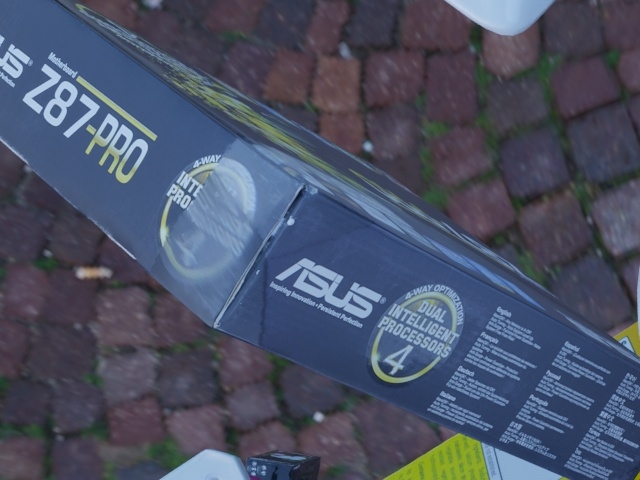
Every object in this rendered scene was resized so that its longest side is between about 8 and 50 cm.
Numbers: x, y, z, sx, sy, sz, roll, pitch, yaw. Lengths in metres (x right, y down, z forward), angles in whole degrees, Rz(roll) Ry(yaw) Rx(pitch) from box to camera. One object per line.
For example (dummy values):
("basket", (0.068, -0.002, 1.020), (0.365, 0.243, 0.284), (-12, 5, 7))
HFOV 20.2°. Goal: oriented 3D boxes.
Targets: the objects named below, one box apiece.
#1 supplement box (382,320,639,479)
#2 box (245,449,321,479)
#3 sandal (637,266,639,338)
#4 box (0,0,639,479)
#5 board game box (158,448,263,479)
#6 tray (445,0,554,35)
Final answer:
("supplement box", (0.200, 0.266, 1.554), (0.357, 0.194, 0.195), (-33, 109, 11))
("box", (-0.039, 0.245, 1.783), (0.052, 0.083, 0.062), (7, 92, 20))
("sandal", (0.278, 0.100, 0.500), (0.416, 0.169, 0.102), (21, 46, 2))
("box", (0.000, 0.000, 1.081), (0.097, 0.395, 0.318), (-56, 46, 7))
("board game box", (-0.118, 0.380, 1.009), (0.390, 0.050, 0.390), (-35, 63, 14))
("tray", (0.074, -0.182, 0.564), (0.145, 0.030, 0.270), (38, 54, 7))
